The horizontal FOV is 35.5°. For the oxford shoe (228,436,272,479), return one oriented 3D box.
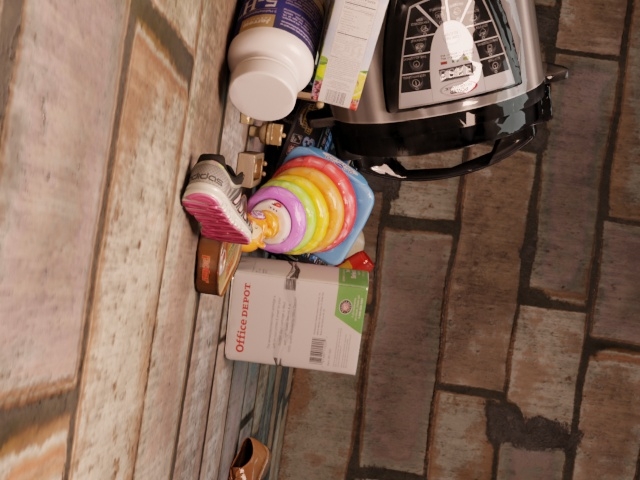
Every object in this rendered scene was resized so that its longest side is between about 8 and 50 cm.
[{"bbox_3d":[-0.159,0.484,1.952,0.076,0.076,0.212,53,38,-41],"label":"oxford shoe"}]

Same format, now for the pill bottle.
[{"bbox_3d":[-0.059,-0.249,1.279,0.112,0.112,0.187,94,4,-53],"label":"pill bottle"}]

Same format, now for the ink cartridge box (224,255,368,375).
[{"bbox_3d":[-0.039,0.121,1.644,0.092,0.219,0.160,-82,180,-71],"label":"ink cartridge box"}]

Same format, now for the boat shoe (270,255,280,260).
[{"bbox_3d":[-0.071,0.089,2.134,0.114,0.091,0.302,92,6,-50],"label":"boat shoe"}]

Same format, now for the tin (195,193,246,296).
[{"bbox_3d":[-0.131,0.004,1.324,0.190,0.040,0.106,-74,167,-68],"label":"tin"}]

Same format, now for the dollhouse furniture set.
[{"bbox_3d":[-0.054,-0.152,1.514,0.144,0.123,0.151,-59,157,-82],"label":"dollhouse furniture set"}]

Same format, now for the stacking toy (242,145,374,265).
[{"bbox_3d":[-0.059,-0.037,1.555,0.302,0.175,0.166,-25,145,-61],"label":"stacking toy"}]

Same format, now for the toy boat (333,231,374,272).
[{"bbox_3d":[0.000,0.000,2.109,0.267,0.148,0.318,44,14,-41],"label":"toy boat"}]

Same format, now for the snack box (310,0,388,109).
[{"bbox_3d":[0.047,-0.302,1.280,0.174,0.070,0.207,-81,-176,-47],"label":"snack box"}]

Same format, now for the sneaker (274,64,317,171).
[{"bbox_3d":[-0.053,-0.219,1.888,0.106,0.078,0.234,-21,130,-67],"label":"sneaker"}]

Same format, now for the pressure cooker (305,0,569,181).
[{"bbox_3d":[0.184,-0.306,1.640,0.375,0.370,0.420,-28,114,-42],"label":"pressure cooker"}]

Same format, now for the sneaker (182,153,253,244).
[{"bbox_3d":[-0.113,-0.048,1.164,0.170,0.063,0.075,62,36,-66],"label":"sneaker"}]

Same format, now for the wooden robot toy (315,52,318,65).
[{"bbox_3d":[-0.046,-0.352,1.944,0.079,0.076,0.173,4,95,-52],"label":"wooden robot toy"}]

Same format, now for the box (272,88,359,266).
[{"bbox_3d":[-0.013,-0.098,1.881,0.293,0.073,0.296,33,75,-71],"label":"box"}]
